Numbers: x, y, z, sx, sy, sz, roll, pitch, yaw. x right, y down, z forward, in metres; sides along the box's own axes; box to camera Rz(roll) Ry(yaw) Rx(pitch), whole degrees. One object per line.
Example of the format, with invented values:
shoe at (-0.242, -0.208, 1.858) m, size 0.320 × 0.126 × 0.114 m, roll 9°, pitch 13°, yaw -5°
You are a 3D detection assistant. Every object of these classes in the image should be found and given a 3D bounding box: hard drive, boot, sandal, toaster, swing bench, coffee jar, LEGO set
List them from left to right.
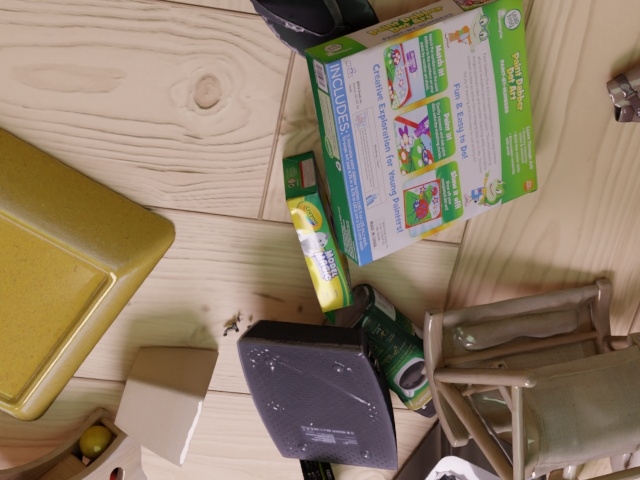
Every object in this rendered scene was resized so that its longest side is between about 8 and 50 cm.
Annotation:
LEGO set at (-0.081, 0.126, 1.716) m, size 0.054 × 0.023 × 0.083 m, roll -28°, pitch 106°, yaw 7°
sandal at (-0.038, -0.266, 1.471) m, size 0.254 × 0.054 × 0.097 m, roll 37°, pitch 109°, yaw -24°
hard drive at (0.005, 0.186, 1.679) m, size 0.172 × 0.054 × 0.255 m, roll 4°, pitch 141°, yaw 18°
coffee jar at (0.095, 0.138, 1.708) m, size 0.184 × 0.079 × 0.096 m, roll 37°, pitch 105°, yaw -23°
toaster at (0.194, 0.331, 1.799) m, size 0.168 × 0.110 × 0.186 m, roll 30°, pitch 112°, yaw -9°
swing bench at (0.285, 0.168, 1.610) m, size 0.253 × 0.254 × 0.165 m, roll -9°, pitch 107°, yaw -19°
boot at (0.367, -0.186, 1.579) m, size 0.087 × 0.042 × 0.118 m, roll -15°, pitch 120°, yaw 4°

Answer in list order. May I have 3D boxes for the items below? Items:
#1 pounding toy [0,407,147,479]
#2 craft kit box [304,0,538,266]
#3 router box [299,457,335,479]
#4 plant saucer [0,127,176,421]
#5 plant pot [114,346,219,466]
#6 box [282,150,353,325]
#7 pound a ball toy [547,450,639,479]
pounding toy at (-0.357, 0.308, 1.712) m, size 0.269 × 0.155 × 0.154 m, roll -43°, pitch 133°, yaw -18°
craft kit box at (0.118, -0.128, 1.522) m, size 0.246 × 0.061 × 0.250 m, roll -21°, pitch 122°, yaw -19°
router box at (0.005, 0.329, 1.782) m, size 0.038 × 0.122 × 0.092 m, roll -14°, pitch 121°, yaw -4°
plant saucer at (-0.387, 0.049, 1.596) m, size 0.332 × 0.081 × 0.333 m, roll 30°, pitch 112°, yaw -21°
plant pot at (-0.190, 0.190, 1.693) m, size 0.096 × 0.109 × 0.109 m, roll 19°, pitch 117°, yaw -2°
box at (0.000, 0.000, 1.601) m, size 0.043 × 0.105 × 0.179 m, roll -13°, pitch 121°, yaw 4°
pound a ball toy at (0.426, 0.234, 1.774) m, size 0.208 × 0.136 × 0.319 m, roll 3°, pitch 119°, yaw -9°
